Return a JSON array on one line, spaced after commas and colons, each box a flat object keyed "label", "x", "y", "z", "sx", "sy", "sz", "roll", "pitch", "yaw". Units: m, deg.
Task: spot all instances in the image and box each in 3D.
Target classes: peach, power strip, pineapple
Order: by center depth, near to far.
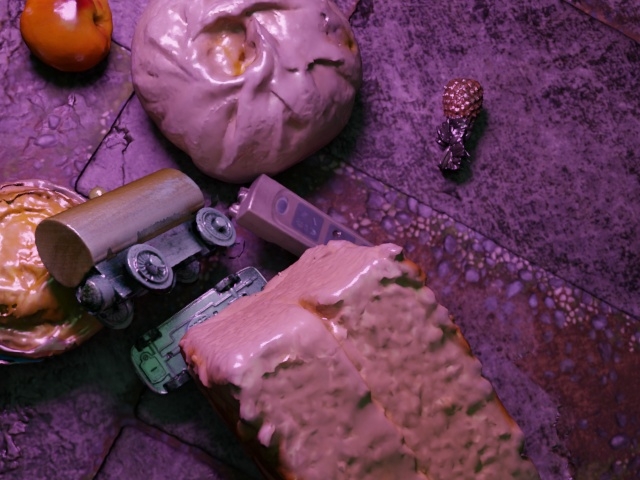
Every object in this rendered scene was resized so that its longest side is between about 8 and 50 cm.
[{"label": "power strip", "x": -0.001, "y": 0.001, "z": 1.222, "sx": 0.286, "sy": 0.048, "sz": 0.080, "roll": 33, "pitch": 51, "yaw": -16}, {"label": "peach", "x": -0.388, "y": -0.329, "z": 1.247, "sx": 0.138, "sy": 0.138, "sz": 0.138, "roll": 3, "pitch": 73, "yaw": -9}, {"label": "pineapple", "x": 0.227, "y": -0.186, "z": 1.345, "sx": 0.074, "sy": 0.074, "sz": 0.159, "roll": 14, "pitch": 74, "yaw": -6}]

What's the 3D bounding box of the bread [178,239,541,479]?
[{"label": "bread", "x": 0.039, "y": 0.211, "z": 0.994, "sx": 0.279, "sy": 0.390, "sz": 0.371, "roll": -36, "pitch": 98, "yaw": -11}]

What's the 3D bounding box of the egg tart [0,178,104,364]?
[{"label": "egg tart", "x": -0.403, "y": 0.029, "z": 1.119, "sx": 0.290, "sy": 0.107, "sz": 0.291, "roll": 9, "pitch": 59, "yaw": -16}]

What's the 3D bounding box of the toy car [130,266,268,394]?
[{"label": "toy car", "x": -0.165, "y": 0.130, "z": 1.173, "sx": 0.224, "sy": 0.076, "sz": 0.090, "roll": -35, "pitch": 86, "yaw": -16}]

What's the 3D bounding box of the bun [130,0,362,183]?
[{"label": "bun", "x": -0.108, "y": -0.281, "z": 1.234, "sx": 0.365, "sy": 0.219, "sz": 0.365, "roll": 4, "pitch": 74, "yaw": -13}]

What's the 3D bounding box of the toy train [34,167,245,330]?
[{"label": "toy train", "x": -0.237, "y": -0.008, "z": 1.117, "sx": 0.189, "sy": 0.126, "sz": 0.307, "roll": 57, "pitch": 34, "yaw": -2}]
